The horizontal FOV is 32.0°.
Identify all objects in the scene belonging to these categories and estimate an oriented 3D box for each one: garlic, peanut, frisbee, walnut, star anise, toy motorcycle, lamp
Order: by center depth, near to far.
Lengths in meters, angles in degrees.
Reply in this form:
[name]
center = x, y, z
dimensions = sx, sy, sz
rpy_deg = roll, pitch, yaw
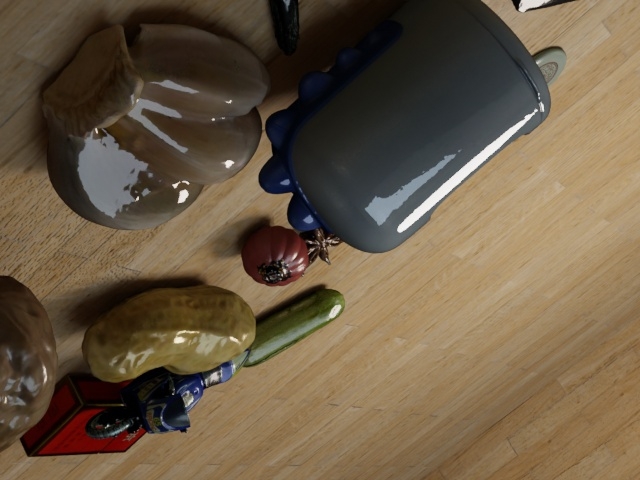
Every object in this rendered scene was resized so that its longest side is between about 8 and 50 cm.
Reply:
[garlic]
center = -0.190, -0.125, 1.321
dimensions = 0.279, 0.132, 0.325
rpy_deg = -40, 150, 18
[walnut]
center = -0.462, 0.152, 1.379
dimensions = 0.273, 0.227, 0.273
rpy_deg = -26, 150, -16
[peanut]
center = -0.234, 0.144, 1.735
dimensions = 0.306, 0.147, 0.147
rpy_deg = 1, 139, -46
[lamp]
center = -0.072, 0.025, 1.765
dimensions = 0.108, 0.092, 0.107
rpy_deg = 1, 136, 1
[frisbee]
center = 0.357, -0.270, 1.823
dimensions = 0.110, 0.014, 0.110
rpy_deg = -26, 153, -14
[toy motorcycle]
center = -0.241, 0.248, 1.845
dimensions = 0.169, 0.113, 0.315
rpy_deg = -2, -160, 34
[star anise]
center = 0.000, -0.001, 1.859
dimensions = 0.141, 0.042, 0.141
rpy_deg = -26, 151, -16

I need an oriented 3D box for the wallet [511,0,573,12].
[wallet]
center = 0.350, -0.418, 1.522
dimensions = 0.149, 0.044, 0.250
rpy_deg = -18, 152, -21

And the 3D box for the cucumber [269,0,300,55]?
[cucumber]
center = -0.042, -0.274, 1.332
dimensions = 0.033, 0.034, 0.135
rpy_deg = -23, 153, -10

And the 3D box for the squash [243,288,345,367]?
[squash]
center = -0.061, 0.159, 2.044
dimensions = 0.239, 0.069, 0.069
rpy_deg = -30, 155, -11

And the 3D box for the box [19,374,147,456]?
[box]
center = -0.383, 0.302, 1.924
dimensions = 0.153, 0.074, 0.240
rpy_deg = -47, 152, 18

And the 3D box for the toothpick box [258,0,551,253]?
[toothpick box]
center = 0.086, -0.146, 1.433
dimensions = 0.355, 0.263, 0.263
rpy_deg = -42, 155, -3
